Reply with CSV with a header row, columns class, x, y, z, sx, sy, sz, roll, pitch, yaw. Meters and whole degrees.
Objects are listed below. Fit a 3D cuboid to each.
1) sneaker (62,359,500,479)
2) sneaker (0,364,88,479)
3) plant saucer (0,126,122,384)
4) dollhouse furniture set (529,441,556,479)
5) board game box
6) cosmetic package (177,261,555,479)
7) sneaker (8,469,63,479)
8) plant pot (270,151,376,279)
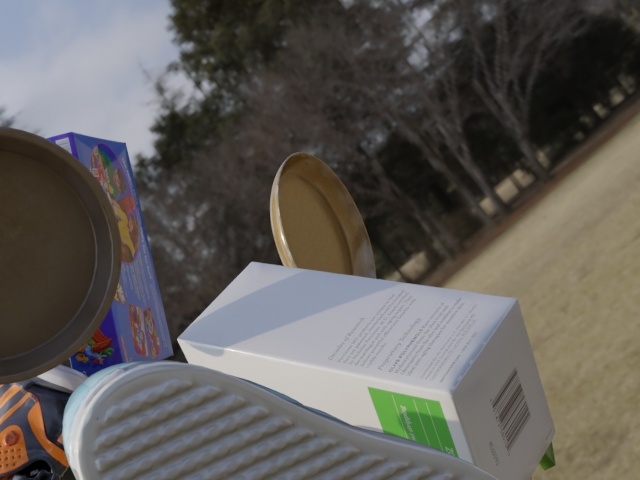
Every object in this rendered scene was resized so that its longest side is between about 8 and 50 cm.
class,x,y,z,sx,sy,sz,roll,pitch,yaw
sneaker,0.007,0.169,0.698,0.135,0.366,0.150,-59,18,-10
sneaker,-0.439,0.229,1.426,0.321,0.125,0.180,8,61,33
plant saucer,-0.355,0.016,1.196,0.278,0.278,0.041,-37,12,-14
dollhouse furniture set,0.208,0.270,1.338,0.151,0.076,0.059,-29,27,23
board game box,-0.322,0.024,1.643,0.078,0.347,0.233,-13,-1,9
cosmetic package,0.047,0.156,1.209,0.365,0.197,0.155,4,39,39
sneaker,-0.339,0.299,1.202,0.058,0.085,0.152,6,14,40
plant pot,0.000,0.000,1.457,0.032,0.236,0.236,-22,4,26
